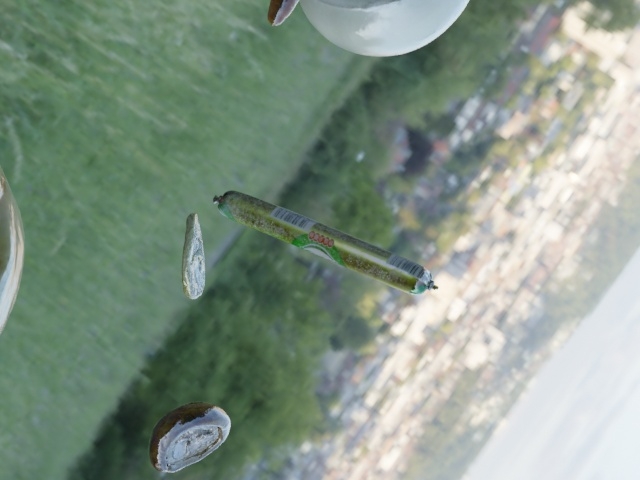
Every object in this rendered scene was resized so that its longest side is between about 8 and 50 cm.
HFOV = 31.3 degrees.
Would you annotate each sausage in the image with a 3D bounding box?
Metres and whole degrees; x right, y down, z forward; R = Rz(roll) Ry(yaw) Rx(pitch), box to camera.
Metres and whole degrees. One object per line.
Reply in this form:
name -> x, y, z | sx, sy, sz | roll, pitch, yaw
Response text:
sausage -> 0.000, 0.000, 1.153 | 0.033, 0.269, 0.033 | -44, 146, -41

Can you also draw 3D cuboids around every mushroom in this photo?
mushroom -> -0.175, 0.255, 1.497 | 0.123, 0.052, 0.123 | -24, 149, -16

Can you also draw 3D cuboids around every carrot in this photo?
carrot -> -0.041, -0.383, 1.694 | 0.139, 0.048, 0.048 | -58, 168, 5

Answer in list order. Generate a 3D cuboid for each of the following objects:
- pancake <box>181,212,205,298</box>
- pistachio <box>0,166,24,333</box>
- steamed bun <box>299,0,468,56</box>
pancake -> -0.226, 0.027, 2.023 | 0.158, 0.028, 0.158 | 0, 90, -87
pistachio -> -0.322, 0.004, 0.883 | 0.181, 0.293, 0.162 | -30, 130, 1
steamed bun -> 0.088, -0.325, 1.433 | 0.232, 0.232, 0.145 | -51, 147, -16
